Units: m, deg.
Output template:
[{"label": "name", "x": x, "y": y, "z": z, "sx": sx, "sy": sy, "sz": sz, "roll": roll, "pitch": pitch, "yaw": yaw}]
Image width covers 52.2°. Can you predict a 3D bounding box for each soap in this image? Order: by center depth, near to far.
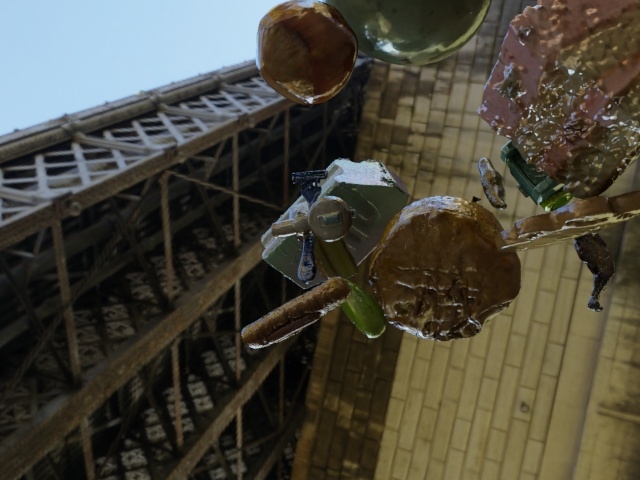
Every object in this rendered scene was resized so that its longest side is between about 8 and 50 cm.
[{"label": "soap", "x": 0.054, "y": -0.057, "z": 2.022, "sx": 0.446, "sy": 0.261, "sz": 0.156, "roll": -45, "pitch": 22, "yaw": 16}]

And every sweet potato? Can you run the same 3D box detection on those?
[{"label": "sweet potato", "x": 0.487, "y": -0.168, "z": 1.857, "sx": 0.273, "sy": 0.067, "sz": 0.067, "roll": -89, "pitch": -5, "yaw": -52}]

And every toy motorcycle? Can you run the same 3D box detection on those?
[{"label": "toy motorcycle", "x": 0.638, "y": -0.242, "z": 1.654, "sx": 0.327, "sy": 0.191, "sz": 0.200, "roll": -35, "pitch": -29, "yaw": 8}]

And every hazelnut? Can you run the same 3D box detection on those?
[{"label": "hazelnut", "x": -0.029, "y": -0.323, "z": 1.090, "sx": 0.182, "sy": 0.182, "sz": 0.182, "roll": 12, "pitch": -90, "yaw": -70}]

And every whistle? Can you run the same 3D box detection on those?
[{"label": "whistle", "x": -0.017, "y": -0.043, "z": 1.542, "sx": 0.057, "sy": 0.220, "sz": 0.107, "roll": -26, "pitch": -76, "yaw": -65}]

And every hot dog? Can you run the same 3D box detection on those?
[{"label": "hot dog", "x": -0.040, "y": 0.134, "z": 1.133, "sx": 0.066, "sy": 0.216, "sz": 0.047, "roll": 45, "pitch": -159, "yaw": -51}]

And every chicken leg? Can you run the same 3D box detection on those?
[{"label": "chicken leg", "x": 0.763, "y": 0.077, "z": 1.812, "sx": 0.051, "sy": 0.106, "sz": 0.253, "roll": 120, "pitch": 150, "yaw": -63}]

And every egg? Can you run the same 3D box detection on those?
[{"label": "egg", "x": 0.190, "y": -0.573, "z": 1.470, "sx": 0.428, "sy": 0.345, "sz": 0.344, "roll": -1, "pitch": -75, "yaw": -34}]

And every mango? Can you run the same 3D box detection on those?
[{"label": "mango", "x": 0.097, "y": 0.156, "z": 1.554, "sx": 0.074, "sy": 0.165, "sz": 0.091, "roll": -32, "pitch": -9, "yaw": -18}]

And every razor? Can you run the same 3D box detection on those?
[{"label": "razor", "x": -0.025, "y": -0.030, "z": 1.595, "sx": 0.056, "sy": 0.093, "sz": 0.324, "roll": 69, "pitch": -162, "yaw": -55}]

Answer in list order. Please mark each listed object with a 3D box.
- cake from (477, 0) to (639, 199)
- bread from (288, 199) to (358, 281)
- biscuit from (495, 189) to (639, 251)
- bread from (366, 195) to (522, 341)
[{"label": "cake", "x": 0.510, "y": -0.290, "z": 1.233, "sx": 0.293, "sy": 0.307, "sz": 0.314, "roll": -39, "pitch": -18, "yaw": -22}, {"label": "bread", "x": 0.000, "y": 0.000, "z": 1.779, "sx": 0.184, "sy": 0.111, "sz": 0.234, "roll": 64, "pitch": 176, "yaw": -21}, {"label": "biscuit", "x": 0.505, "y": -0.027, "z": 1.348, "sx": 0.355, "sy": 0.275, "sz": 0.052, "roll": 143, "pitch": 117, "yaw": -66}, {"label": "bread", "x": 0.309, "y": 0.076, "z": 1.701, "sx": 0.215, "sy": 0.399, "sz": 0.397, "roll": -70, "pitch": -18, "yaw": -54}]
